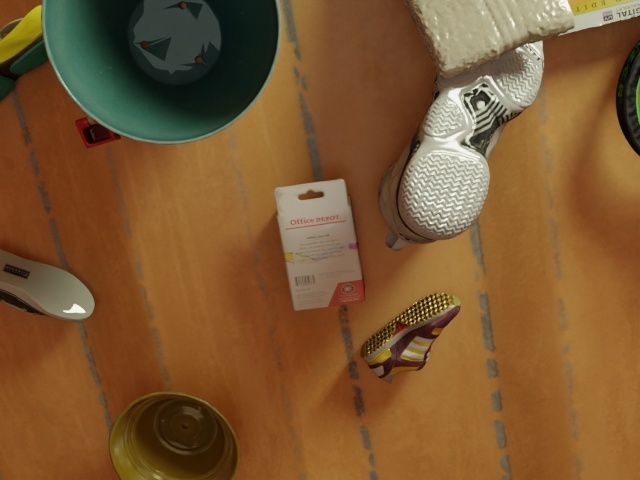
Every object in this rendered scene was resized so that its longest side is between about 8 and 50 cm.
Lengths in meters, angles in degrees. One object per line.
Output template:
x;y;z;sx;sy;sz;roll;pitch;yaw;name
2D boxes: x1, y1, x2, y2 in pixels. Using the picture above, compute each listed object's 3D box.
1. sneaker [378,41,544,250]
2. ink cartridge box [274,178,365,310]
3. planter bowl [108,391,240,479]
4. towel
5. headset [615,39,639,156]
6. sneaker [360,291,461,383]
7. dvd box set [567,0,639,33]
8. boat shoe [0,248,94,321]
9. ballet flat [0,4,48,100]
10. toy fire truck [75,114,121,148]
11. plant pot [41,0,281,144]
0.185;-0.149;1.093;0.137;0.210;0.366;27;72;-5;sneaker
0.000;0.000;1.180;0.115;0.067;0.198;-7;108;6;ink cartridge box
-0.236;0.331;1.283;0.217;0.090;0.217;1;107;3;planter bowl
0.189;-0.361;1.008;0.187;0.049;0.282;-22;75;4;towel
0.604;-0.163;1.028;0.394;0.185;0.244;24;107;-2;headset
0.157;0.156;1.222;0.185;0.070;0.084;-34;110;19;sneaker
0.405;-0.510;1.001;0.307;0.062;0.421;-12;105;8;dvd box set
-0.472;0.076;1.237;0.219;0.078;0.070;27;141;-8;boat shoe
-0.475;-0.266;1.136;0.231;0.077;0.077;-34;81;10;ballet flat
-0.328;-0.237;1.094;0.047;0.135;0.192;-15;105;8;toy fire truck
-0.202;-0.281;1.030;0.290;0.195;0.290;-1;101;-5;plant pot
